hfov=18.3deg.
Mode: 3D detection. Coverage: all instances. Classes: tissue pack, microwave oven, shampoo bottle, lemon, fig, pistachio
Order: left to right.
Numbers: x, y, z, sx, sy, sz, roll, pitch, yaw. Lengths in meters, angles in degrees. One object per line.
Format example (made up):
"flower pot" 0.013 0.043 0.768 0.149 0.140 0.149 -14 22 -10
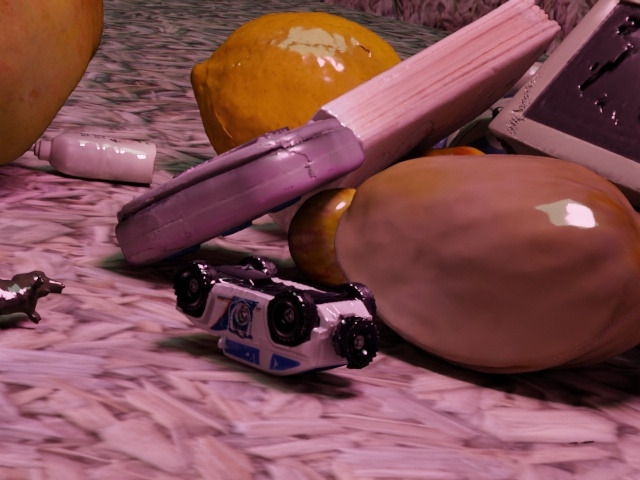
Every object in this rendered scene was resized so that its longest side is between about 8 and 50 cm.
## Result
"shampoo bottle" -0.251 -0.090 2.100 0.152 0.045 0.077 5 12 -9
"lemon" -0.014 -0.148 2.160 0.260 0.204 0.204 10 12 -1
"fig" 0.008 0.012 1.776 0.093 0.093 0.166 5 -22 -14
"tissue pack" 0.088 -0.129 1.984 0.071 0.170 0.325 49 50 9
"pistachio" 0.145 0.026 1.572 0.288 0.197 0.166 3 -37 40
"microwave oven" 0.351 -0.039 1.682 0.286 0.218 0.355 46 -8 -30

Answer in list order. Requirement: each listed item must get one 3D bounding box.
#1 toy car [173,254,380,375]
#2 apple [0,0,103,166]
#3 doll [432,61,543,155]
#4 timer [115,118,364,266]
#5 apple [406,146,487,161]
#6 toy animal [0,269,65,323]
"toy car" -0.029 0.058 1.467 0.171 0.070 0.080 16 14 41
"apple" -0.368 -0.229 1.979 0.305 0.338 0.338 42 11 -5
"doll" 0.207 -0.101 2.212 0.228 0.154 0.258 -26 5 1
"timer" -0.072 -0.045 1.733 0.208 0.069 0.191 -25 1 20
"apple" 0.126 -0.044 1.987 0.114 0.102 0.099 12 15 -6
"toy animal" -0.254 0.038 1.481 0.136 0.047 0.065 3 18 -28
